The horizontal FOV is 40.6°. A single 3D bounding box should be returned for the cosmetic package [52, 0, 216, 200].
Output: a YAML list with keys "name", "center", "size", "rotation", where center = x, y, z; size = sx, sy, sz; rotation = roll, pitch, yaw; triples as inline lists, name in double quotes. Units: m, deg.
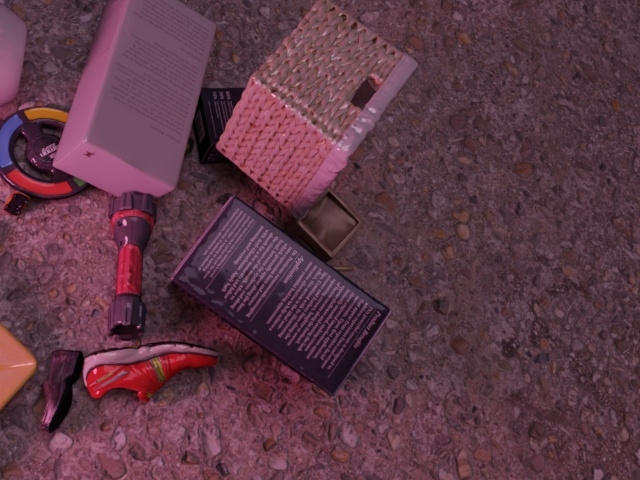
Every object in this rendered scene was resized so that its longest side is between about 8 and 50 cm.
- name: "cosmetic package"
  center: [-0.406, -0.332, 1.933]
  size: [0.230, 0.161, 0.453]
  rotation: [28, 58, -33]

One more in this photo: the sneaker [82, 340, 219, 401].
- name: "sneaker"
  center: [-0.347, 0.271, 1.785]
  size: [0.279, 0.107, 0.118]
  rotation: [-4, 88, -21]

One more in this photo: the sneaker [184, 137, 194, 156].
- name: "sneaker"
  center: [-0.320, -0.211, 2.025]
  size: [0.031, 0.035, 0.083]
  rotation: [36, 59, -6]

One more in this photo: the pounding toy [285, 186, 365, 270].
- name: "pounding toy"
  center: [0.003, 0.011, 2.039]
  size: [0.181, 0.094, 0.206]
  rotation: [45, 68, -5]

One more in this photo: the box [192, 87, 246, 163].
- name: "box"
  center: [-0.191, -0.275, 2.065]
  size: [0.207, 0.108, 0.153]
  rotation: [-4, 70, -25]

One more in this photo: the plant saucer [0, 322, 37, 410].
- name: "plant saucer"
  center: [-0.744, 0.234, 1.570]
  size: [0.332, 0.081, 0.333]
  rotation: [50, 47, -17]

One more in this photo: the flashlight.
- name: "flashlight"
  center: [-0.403, 0.049, 1.832]
  size: [0.103, 0.103, 0.304]
  rotation: [32, 47, -47]

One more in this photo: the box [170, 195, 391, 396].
- name: "box"
  center: [-0.093, 0.116, 1.800]
  size: [0.395, 0.293, 0.212]
  rotation: [37, 81, -5]

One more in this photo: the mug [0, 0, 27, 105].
- name: "mug"
  center: [-0.783, -0.448, 1.788]
  size: [0.328, 0.276, 0.374]
  rotation: [9, 71, -23]

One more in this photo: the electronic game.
- name: "electronic game"
  center: [-0.597, -0.193, 1.891]
  size: [0.229, 0.048, 0.229]
  rotation: [10, 63, -20]

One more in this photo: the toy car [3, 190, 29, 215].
- name: "toy car"
  center: [-0.676, -0.092, 1.813]
  size: [0.122, 0.060, 0.040]
  rotation: [13, 32, -25]

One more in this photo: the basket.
- name: "basket"
  center: [-0.014, -0.286, 1.895]
  size: [0.266, 0.331, 0.328]
  rotation: [38, 59, -3]

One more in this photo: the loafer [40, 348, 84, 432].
- name: "loafer"
  center: [-0.524, 0.296, 1.712]
  size: [0.061, 0.062, 0.170]
  rotation: [9, 59, 5]
